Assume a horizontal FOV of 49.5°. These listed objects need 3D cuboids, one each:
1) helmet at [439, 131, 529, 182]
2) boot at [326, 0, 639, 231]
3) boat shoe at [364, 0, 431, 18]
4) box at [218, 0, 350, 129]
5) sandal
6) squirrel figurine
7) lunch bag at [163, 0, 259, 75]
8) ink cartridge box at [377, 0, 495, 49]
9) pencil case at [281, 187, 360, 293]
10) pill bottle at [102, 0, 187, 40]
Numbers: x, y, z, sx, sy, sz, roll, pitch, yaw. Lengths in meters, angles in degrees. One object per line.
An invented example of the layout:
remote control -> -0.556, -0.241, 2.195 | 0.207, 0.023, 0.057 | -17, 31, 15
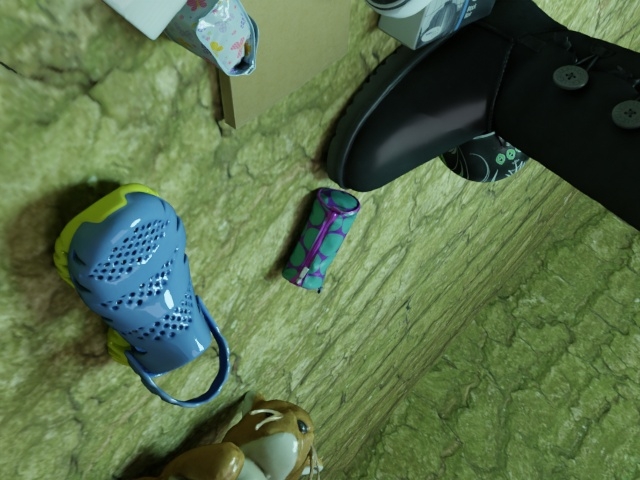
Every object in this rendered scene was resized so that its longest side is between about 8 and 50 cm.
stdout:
helmet -> 0.243, -0.168, 1.042 | 0.169, 0.169, 0.161 | -49, 149, -5
boot -> 0.278, -0.099, 0.837 | 0.367, 0.445, 0.146 | -48, 158, -5
boat shoe -> 0.086, -0.333, 0.564 | 0.102, 0.108, 0.301 | -21, 141, -50
box -> -0.031, -0.215, 0.634 | 0.164, 0.021, 0.201 | -40, 156, -24
sandal -> -0.157, 0.068, 0.692 | 0.126, 0.138, 0.317 | -39, 154, -20
squirrel figurine -> -0.173, 0.425, 1.135 | 0.370, 0.281, 0.397 | -45, 174, -40
lunch bag -> -0.089, -0.168, 0.535 | 0.053, 0.071, 0.083 | -51, 155, -7
ink cartridge box -> 0.168, -0.372, 0.713 | 0.165, 0.065, 0.332 | -33, 151, -35
pencil case -> 0.000, 0.000, 0.970 | 0.070, 0.064, 0.151 | -62, 177, -59
pill bottle -> -0.071, -0.235, 0.397 | 0.221, 0.121, 0.121 | -51, 158, 4
